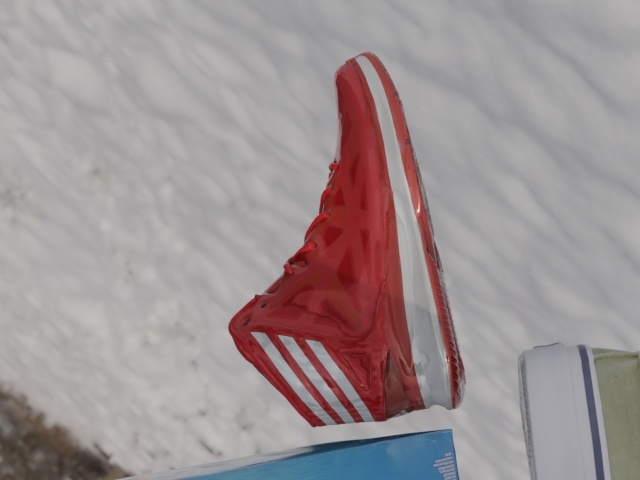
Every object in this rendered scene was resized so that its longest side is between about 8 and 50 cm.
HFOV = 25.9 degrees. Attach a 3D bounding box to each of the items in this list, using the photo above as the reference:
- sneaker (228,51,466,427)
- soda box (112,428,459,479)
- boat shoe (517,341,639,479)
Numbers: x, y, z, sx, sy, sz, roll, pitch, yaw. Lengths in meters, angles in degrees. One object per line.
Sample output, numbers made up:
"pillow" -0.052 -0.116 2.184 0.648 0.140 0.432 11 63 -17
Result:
"sneaker" 0.000 0.000 0.789 0.087 0.128 0.221 65 -168 -62
"soda box" -0.030 0.110 0.481 0.071 0.067 0.210 -12 171 35
"boat shoe" 0.153 0.170 0.651 0.109 0.094 0.302 73 -169 -51
